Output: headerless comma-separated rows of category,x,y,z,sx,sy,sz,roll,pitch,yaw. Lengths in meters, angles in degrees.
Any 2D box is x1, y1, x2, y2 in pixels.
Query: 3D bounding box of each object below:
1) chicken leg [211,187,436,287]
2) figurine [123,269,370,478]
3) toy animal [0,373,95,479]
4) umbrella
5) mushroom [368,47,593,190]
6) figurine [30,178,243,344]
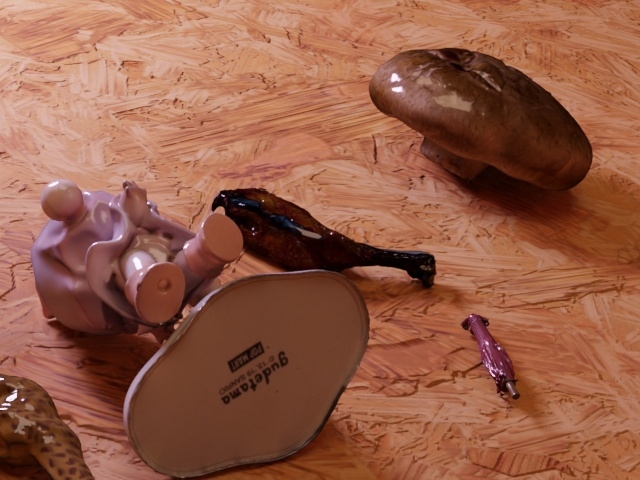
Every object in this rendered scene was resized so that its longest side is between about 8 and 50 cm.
chicken leg,0.000,0.000,2.005,0.253,0.051,0.106,21,22,14
figurine,-0.093,0.105,1.682,0.250,0.166,0.141,-21,19,-30
toy animal,-0.249,0.170,1.566,0.275,0.054,0.149,22,31,21
umbrella,0.169,0.114,1.861,0.025,0.027,0.165,50,9,-27
mushroom,0.186,-0.143,2.242,0.278,0.146,0.278,25,9,-4
figurine,-0.173,0.024,1.718,0.200,0.133,0.276,33,-14,-25
